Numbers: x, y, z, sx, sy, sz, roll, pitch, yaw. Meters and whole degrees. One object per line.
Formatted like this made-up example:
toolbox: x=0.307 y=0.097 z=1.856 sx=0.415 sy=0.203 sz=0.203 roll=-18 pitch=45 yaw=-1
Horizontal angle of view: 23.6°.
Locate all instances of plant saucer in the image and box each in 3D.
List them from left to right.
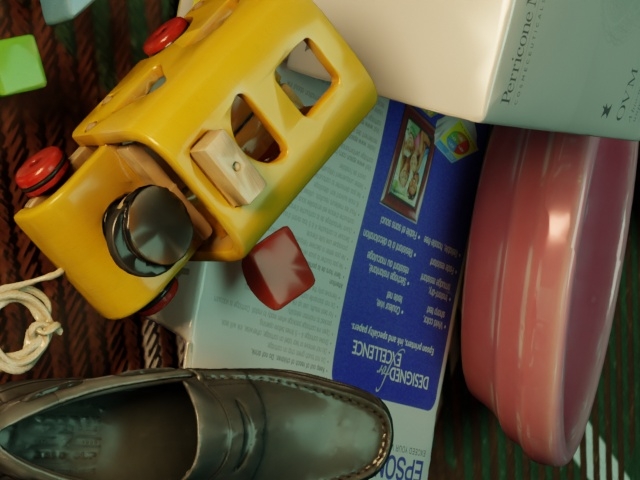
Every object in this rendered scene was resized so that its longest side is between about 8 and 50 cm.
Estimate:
plant saucer: x=0.174 y=0.000 z=1.151 sx=0.332 sy=0.084 sz=0.332 roll=10 pitch=90 yaw=-74

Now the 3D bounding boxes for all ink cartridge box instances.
ink cartridge box: x=0.000 y=0.000 z=0.961 sx=0.303 sy=0.072 sz=0.307 roll=23 pitch=78 yaw=-57

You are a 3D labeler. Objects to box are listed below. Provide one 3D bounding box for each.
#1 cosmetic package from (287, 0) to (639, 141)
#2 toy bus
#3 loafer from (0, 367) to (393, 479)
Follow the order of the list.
cosmetic package: x=0.117 y=-0.184 z=0.893 sx=0.224 sy=0.138 sz=0.224 roll=-1 pitch=107 yaw=-55
toy bus: x=-0.064 y=-0.037 z=0.751 sx=0.191 sy=0.104 sz=0.202 roll=-1 pitch=90 yaw=-34
loafer: x=-0.064 y=0.102 z=0.766 sx=0.223 sy=0.078 sz=0.076 roll=2 pitch=85 yaw=-19
